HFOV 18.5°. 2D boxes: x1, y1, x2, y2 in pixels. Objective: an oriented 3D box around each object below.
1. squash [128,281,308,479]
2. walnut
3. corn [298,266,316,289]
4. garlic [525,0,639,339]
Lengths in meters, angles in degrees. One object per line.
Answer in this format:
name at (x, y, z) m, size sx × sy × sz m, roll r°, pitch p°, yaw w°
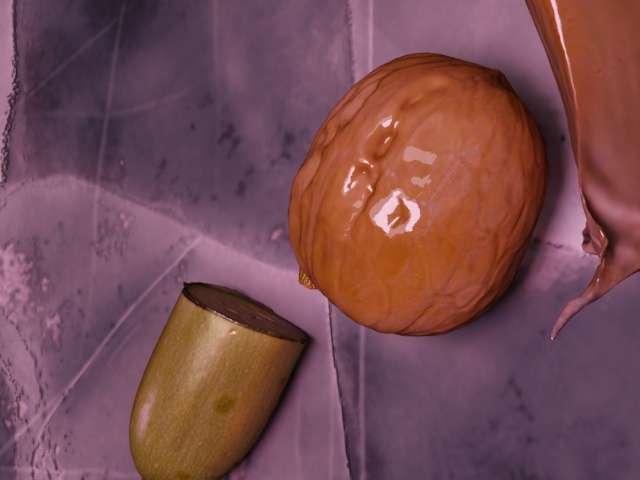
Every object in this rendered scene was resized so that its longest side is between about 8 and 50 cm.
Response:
squash at (-0.102, 0.132, 1.662) m, size 0.123 × 0.123 × 0.187 m, roll 35°, pitch 104°, yaw 31°
walnut at (0.079, -0.036, 1.517) m, size 0.195 × 0.195 × 0.222 m, roll 32°, pitch 96°, yaw 32°
corn at (0.000, 0.000, 1.659) m, size 0.028 × 0.027 × 0.083 m, roll 27°, pitch 103°, yaw 50°
garlic at (0.205, -0.097, 1.434) m, size 0.151 × 0.196 × 0.338 m, roll -10°, pitch 82°, yaw 49°
